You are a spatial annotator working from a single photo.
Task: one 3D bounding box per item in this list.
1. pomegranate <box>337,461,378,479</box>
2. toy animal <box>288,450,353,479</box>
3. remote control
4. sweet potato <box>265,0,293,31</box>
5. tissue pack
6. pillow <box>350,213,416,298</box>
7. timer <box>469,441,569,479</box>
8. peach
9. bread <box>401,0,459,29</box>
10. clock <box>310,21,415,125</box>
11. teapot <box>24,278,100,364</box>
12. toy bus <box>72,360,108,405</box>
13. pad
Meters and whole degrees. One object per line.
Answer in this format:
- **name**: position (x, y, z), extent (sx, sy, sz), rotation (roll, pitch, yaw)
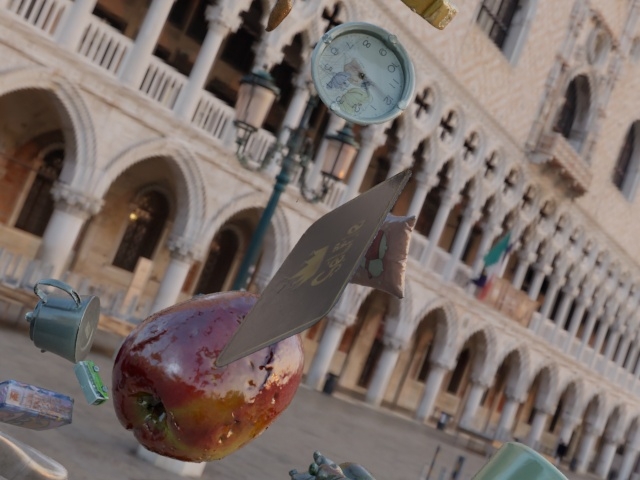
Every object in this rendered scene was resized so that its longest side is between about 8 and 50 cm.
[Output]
- **pomegranate**: position (0.058, 0.656, 2.131), extent (0.181, 0.181, 0.224), rotation (15, -23, 44)
- **toy animal**: position (0.031, 0.550, 1.779), extent (0.236, 0.108, 0.138), rotation (21, -33, 54)
- **remote control**: position (-0.561, 0.431, 1.552), extent (0.044, 0.073, 0.229), rotation (39, -10, 43)
- **sweet potato**: position (-0.064, -0.487, 1.601), extent (0.044, 0.179, 0.044), rotation (24, 23, -11)
- **tissue pack**: position (-0.578, 0.323, 1.609), extent (0.115, 0.065, 0.155), rotation (-19, -35, 33)
- **pillow**: position (0.154, 0.028, 2.243), extent (0.223, 0.236, 0.084), rotation (16, 17, 39)
- **timer**: position (0.251, 0.501, 1.202), extent (0.291, 0.315, 0.291), rotation (53, -13, 18)
- **peach**: position (-0.213, 0.277, 1.727), extent (0.353, 0.339, 0.416), rotation (-16, 6, 38)
- **bread**: position (0.225, -0.506, 1.725), extent (0.149, 0.073, 0.122), rotation (10, 36, -54)
- **clock**: position (0.088, -0.357, 1.782), extent (0.236, 0.236, 0.053), rotation (23, -16, -12)
- **teapot**: position (-0.594, 0.178, 1.857), extent (0.149, 0.162, 0.239), rotation (13, -49, 1)
- **toy bus**: position (-0.422, 0.262, 1.512), extent (0.083, 0.031, 0.037), rotation (60, 21, 20)
- **pad**: position (0.001, 0.000, 1.157), extent (0.315, 0.375, 0.063), rotation (-27, -70, 38)
